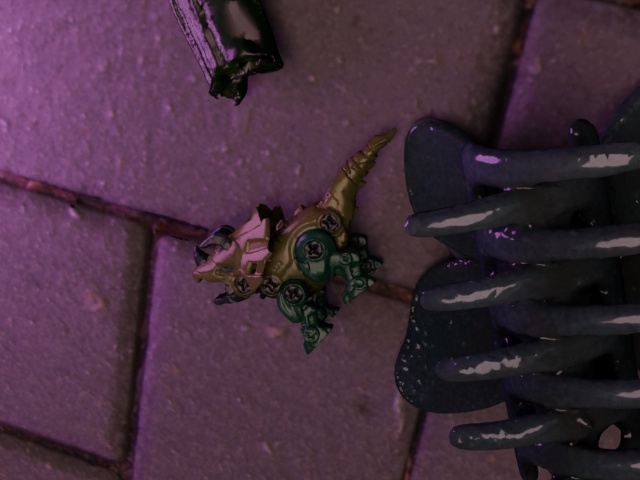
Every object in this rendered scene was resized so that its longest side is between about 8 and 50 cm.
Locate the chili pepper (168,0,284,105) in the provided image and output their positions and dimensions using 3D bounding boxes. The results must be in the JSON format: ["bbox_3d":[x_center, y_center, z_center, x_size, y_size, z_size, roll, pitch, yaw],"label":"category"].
[{"bbox_3d":[-0.102,-0.237,0.885,0.098,0.061,0.224,-9,111,35],"label":"chili pepper"}]

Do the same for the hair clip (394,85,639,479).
[{"bbox_3d":[0.204,0.045,0.799,0.392,0.238,0.318,-6,106,21],"label":"hair clip"}]

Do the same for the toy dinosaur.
[{"bbox_3d":[0.000,0.000,0.933,0.259,0.094,0.153,-39,99,18],"label":"toy dinosaur"}]
